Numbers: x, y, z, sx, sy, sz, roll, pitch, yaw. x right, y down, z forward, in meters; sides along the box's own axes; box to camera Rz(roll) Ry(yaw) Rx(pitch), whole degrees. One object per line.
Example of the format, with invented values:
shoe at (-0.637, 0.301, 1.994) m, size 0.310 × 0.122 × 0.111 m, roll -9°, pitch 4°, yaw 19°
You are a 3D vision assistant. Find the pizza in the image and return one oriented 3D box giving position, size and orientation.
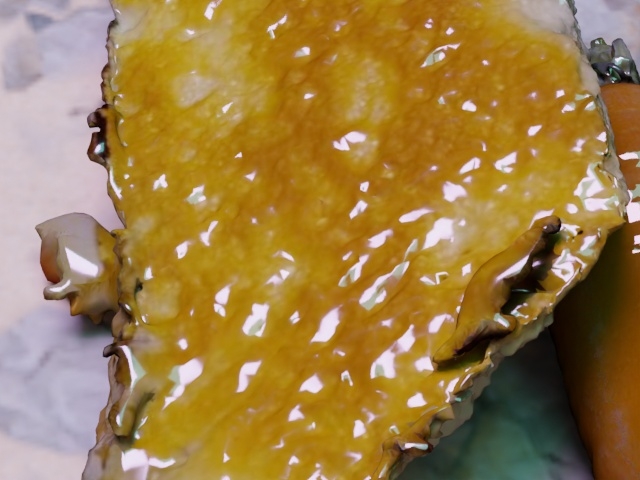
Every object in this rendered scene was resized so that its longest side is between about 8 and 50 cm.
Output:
pizza at (0.000, 0.000, 0.549) m, size 0.189 × 0.071 × 0.297 m, roll -9°, pitch 49°, yaw 13°

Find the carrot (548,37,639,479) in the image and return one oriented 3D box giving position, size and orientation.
carrot at (0.107, 0.072, 0.527) m, size 0.069 × 0.069 × 0.336 m, roll 0°, pitch 55°, yaw -8°
